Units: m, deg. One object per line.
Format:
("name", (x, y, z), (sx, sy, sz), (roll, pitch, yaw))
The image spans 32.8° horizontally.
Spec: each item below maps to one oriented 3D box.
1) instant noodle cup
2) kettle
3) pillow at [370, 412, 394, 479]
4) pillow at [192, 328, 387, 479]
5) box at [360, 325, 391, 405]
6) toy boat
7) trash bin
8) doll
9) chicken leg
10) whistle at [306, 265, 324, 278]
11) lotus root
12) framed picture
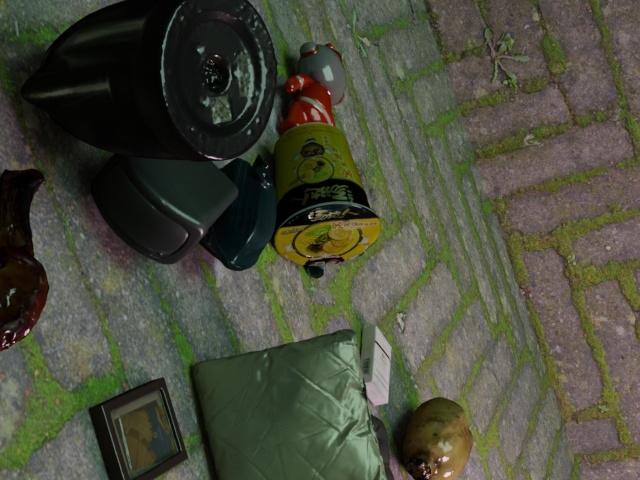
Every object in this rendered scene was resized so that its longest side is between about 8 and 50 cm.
("instant noodle cup", (-0.002, -0.098, 2.142), (0.215, 0.216, 0.236), (43, 31, -51))
("kettle", (-0.228, -0.235, 1.529), (0.321, 0.324, 0.228), (-26, 113, -49))
("pillow", (0.044, 0.416, 2.019), (0.326, 0.101, 0.228), (39, 37, -56))
("pillow", (-0.046, 0.303, 1.729), (0.076, 0.274, 0.280), (142, -64, -75))
("box", (0.119, 0.269, 2.353), (0.084, 0.040, 0.154), (52, 30, -36))
("toy boat", (-0.142, -0.033, 1.851), (0.114, 0.122, 0.296), (39, 24, -19))
("trash bin", (-0.234, -0.071, 1.647), (0.177, 0.101, 0.236), (43, 24, -3))
("doll", (-0.014, -0.323, 2.379), (0.200, 0.105, 0.336), (53, 38, -38))
("chicken leg", (-0.399, 0.047, 1.275), (0.158, 0.096, 0.407), (43, 30, -16))
("whistle", (0.000, 0.000, 2.262), (0.039, 0.039, 0.186), (56, 29, -35))
("lotus root", (0.258, 0.450, 2.417), (0.160, 0.146, 0.284), (54, 27, -1))
("framed picture", (-0.252, 0.273, 1.531), (0.168, 0.023, 0.127), (-16, 90, -67))
